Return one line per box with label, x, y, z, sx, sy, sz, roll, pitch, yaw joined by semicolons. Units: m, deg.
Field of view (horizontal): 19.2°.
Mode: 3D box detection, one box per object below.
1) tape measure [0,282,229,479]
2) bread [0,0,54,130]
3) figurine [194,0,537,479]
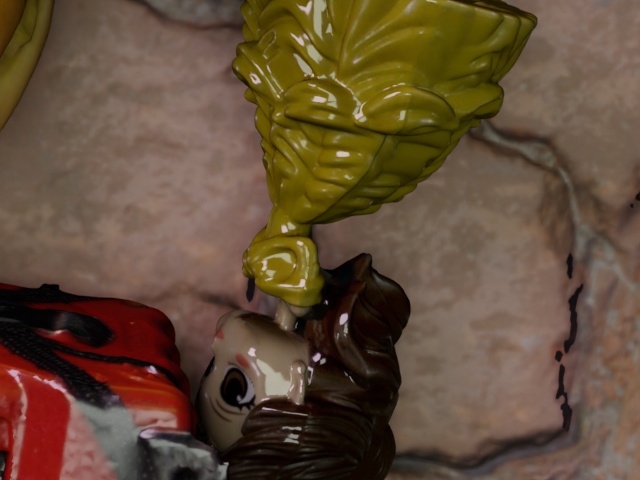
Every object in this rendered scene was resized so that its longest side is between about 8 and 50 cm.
tape measure;-0.186;0.090;1.020;0.260;0.253;0.114;9;99;-8
bread;-0.247;-0.169;0.987;0.211;0.270;0.315;-4;68;32
figurine;-0.004;-0.001;1.072;0.187;0.168;0.315;26;105;38
